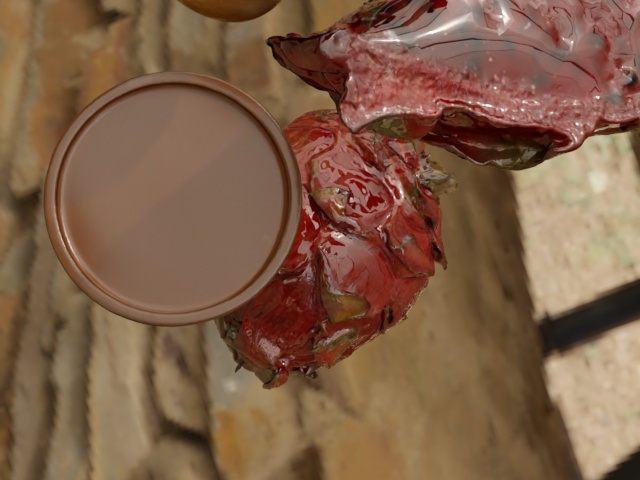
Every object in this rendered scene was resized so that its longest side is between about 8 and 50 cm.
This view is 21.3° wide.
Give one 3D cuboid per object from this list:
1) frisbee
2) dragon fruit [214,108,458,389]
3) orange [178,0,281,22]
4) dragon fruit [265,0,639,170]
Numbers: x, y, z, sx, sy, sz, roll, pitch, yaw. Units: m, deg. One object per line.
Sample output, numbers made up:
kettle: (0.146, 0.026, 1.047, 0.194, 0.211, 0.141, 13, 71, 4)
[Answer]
frisbee: (-0.142, -0.041, 1.648, 0.021, 0.250, 0.251, 83, -11, -81)
dragon fruit: (0.000, 0.000, 1.975, 0.277, 0.342, 0.277, 52, -6, 8)
orange: (-0.085, -0.268, 1.488, 0.159, 0.136, 0.159, 2, 90, -66)
dragon fruit: (0.109, -0.125, 1.438, 0.329, 0.286, 0.228, -33, 98, -33)
